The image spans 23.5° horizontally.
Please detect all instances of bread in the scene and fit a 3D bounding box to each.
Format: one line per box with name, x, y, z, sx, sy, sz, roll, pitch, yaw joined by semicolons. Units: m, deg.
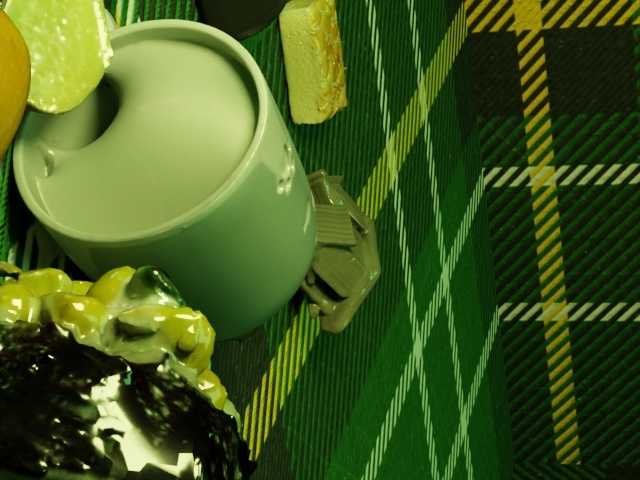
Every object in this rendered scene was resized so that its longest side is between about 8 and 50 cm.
bread;-0.010;-0.279;2.349;0.125;0.068;0.188;-51;137;-64

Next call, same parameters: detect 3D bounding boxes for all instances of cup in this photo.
cup;-0.162;-0.081;1.616;0.356;0.259;0.274;63;-1;34

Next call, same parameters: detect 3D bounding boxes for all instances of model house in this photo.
model house;0.009;0.001;2.329;0.188;0.122;0.229;55;21;-40

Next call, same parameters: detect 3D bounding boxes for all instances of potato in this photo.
potato;-0.265;-0.209;1.506;0.119;0.054;0.198;8;72;-31

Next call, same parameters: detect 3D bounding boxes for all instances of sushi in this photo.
sushi;-0.195;0.161;1.312;0.328;0.329;0.285;64;35;-45

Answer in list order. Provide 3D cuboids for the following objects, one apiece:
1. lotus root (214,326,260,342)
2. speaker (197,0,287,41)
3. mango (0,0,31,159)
lotus root;-0.123;-0.012;1.828;0.160;0.152;0.274;-14;102;-69
speaker;-0.079;-0.455;1.938;0.180;0.184;0.388;-69;154;-51
mango;-0.316;-0.092;1.219;0.136;0.166;0.236;26;82;-25
